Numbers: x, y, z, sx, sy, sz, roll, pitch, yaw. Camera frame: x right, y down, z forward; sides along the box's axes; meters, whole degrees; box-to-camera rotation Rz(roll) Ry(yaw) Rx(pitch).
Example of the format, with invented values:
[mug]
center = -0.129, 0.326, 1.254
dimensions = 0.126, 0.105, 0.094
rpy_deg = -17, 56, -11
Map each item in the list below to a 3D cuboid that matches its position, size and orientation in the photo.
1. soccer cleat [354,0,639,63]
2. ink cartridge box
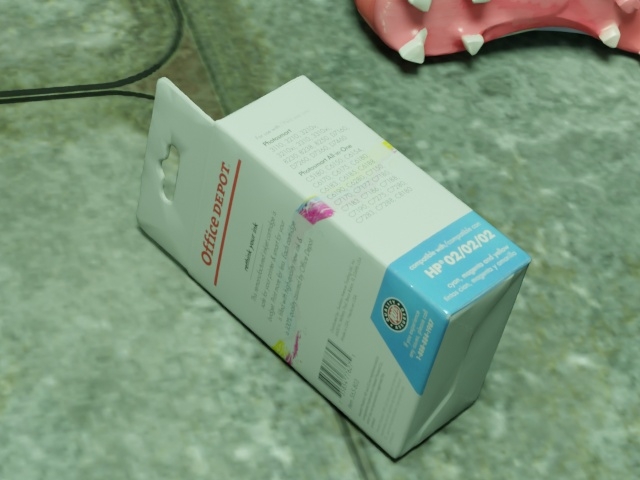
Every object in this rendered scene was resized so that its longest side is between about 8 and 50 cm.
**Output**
[soccer cleat]
center = 0.137, -0.157, 0.984
dimensions = 0.248, 0.083, 0.095
rpy_deg = -7, 45, -17
[ink cartridge box]
center = 0.000, 0.000, 0.778
dimensions = 0.181, 0.104, 0.061
rpy_deg = 40, 50, 23
